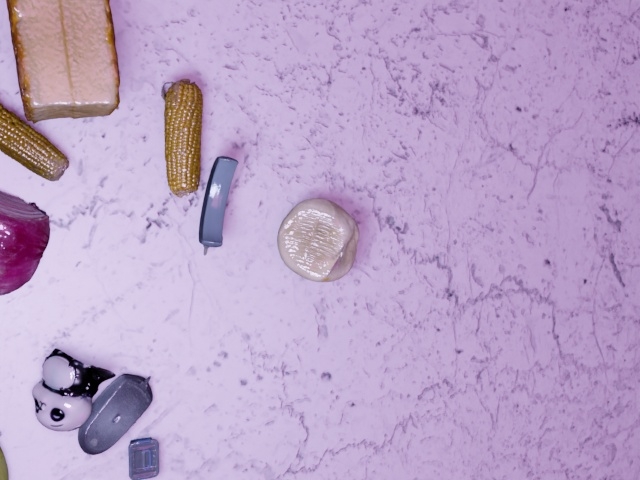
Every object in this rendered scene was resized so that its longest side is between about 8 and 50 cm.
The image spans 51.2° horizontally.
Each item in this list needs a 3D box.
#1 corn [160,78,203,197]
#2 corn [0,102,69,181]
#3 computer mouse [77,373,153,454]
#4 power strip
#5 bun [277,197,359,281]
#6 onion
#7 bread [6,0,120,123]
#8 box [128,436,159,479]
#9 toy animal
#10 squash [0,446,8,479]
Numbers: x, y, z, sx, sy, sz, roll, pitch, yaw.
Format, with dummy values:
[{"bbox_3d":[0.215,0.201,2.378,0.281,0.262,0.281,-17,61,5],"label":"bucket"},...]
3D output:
[{"bbox_3d":[-0.343,-0.253,1.661,0.106,0.106,0.293,0,91,-23],"label":"corn"},{"bbox_3d":[-0.718,-0.250,1.511,0.320,0.097,0.097,39,78,-21],"label":"corn"},{"bbox_3d":[-0.505,0.418,1.642,0.229,0.068,0.113,-50,117,-23],"label":"computer mouse"},{"bbox_3d":[-0.261,-0.084,1.666,0.054,0.167,0.253,11,92,-16],"label":"power strip"},{"bbox_3d":[0.000,0.000,1.800,0.229,0.145,0.230,1,97,11],"label":"bun"},{"bbox_3d":[-0.751,0.003,1.498,0.250,0.111,0.248,25,81,-24],"label":"onion"},{"bbox_3d":[-0.562,-0.406,1.466,0.207,0.279,0.279,-10,94,-23],"label":"bread"},{"bbox_3d":[-0.446,0.543,1.677,0.074,0.054,0.099,-2,93,-21],"label":"box"},{"bbox_3d":[-0.585,0.357,1.556,0.138,0.166,0.179,35,76,-57],"label":"toy animal"},{"bbox_3d":[-0.784,0.469,1.516,0.094,0.094,0.341,-32,101,-18],"label":"squash"}]
